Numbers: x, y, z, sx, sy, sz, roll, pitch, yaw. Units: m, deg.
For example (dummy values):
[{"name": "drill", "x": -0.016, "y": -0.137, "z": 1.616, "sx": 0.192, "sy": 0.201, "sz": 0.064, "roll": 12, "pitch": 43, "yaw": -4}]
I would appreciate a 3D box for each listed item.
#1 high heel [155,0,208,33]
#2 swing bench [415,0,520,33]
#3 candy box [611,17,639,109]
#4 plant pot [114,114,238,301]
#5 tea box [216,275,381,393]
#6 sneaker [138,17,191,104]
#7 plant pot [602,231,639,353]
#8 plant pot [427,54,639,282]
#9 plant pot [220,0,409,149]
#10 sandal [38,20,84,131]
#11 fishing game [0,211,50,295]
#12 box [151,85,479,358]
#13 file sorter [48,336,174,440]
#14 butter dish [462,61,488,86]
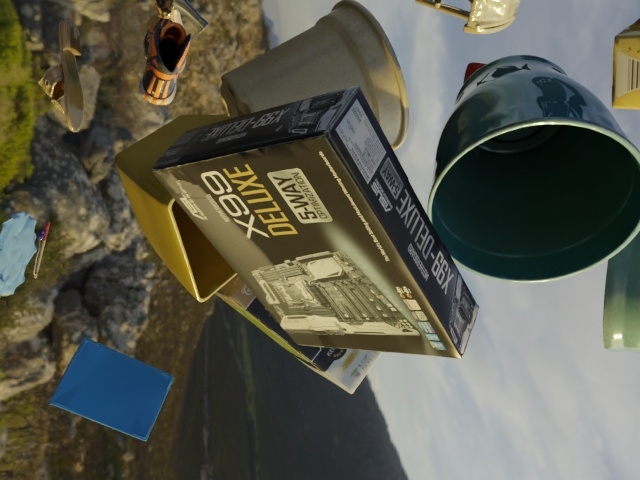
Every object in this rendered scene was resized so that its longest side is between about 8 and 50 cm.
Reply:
[{"name": "high heel", "x": -0.484, "y": -0.648, "z": 1.798, "sx": 0.186, "sy": 0.261, "sz": 0.093, "roll": 42, "pitch": 38, "yaw": -31}, {"name": "swing bench", "x": 0.413, "y": -0.711, "z": 1.594, "sx": 0.255, "sy": 0.165, "sz": 0.253, "roll": 42, "pitch": -21, "yaw": 21}, {"name": "candy box", "x": 0.290, "y": -0.115, "z": 0.360, "sx": 0.187, "sy": 0.109, "sz": 0.053, "roll": 12, "pitch": -55, "yaw": 41}, {"name": "plant pot", "x": -0.191, "y": -0.075, "z": 0.932, "sx": 0.187, "sy": 0.212, "sz": 0.212, "roll": 29, "pitch": -35, "yaw": 29}, {"name": "tea box", "x": 0.009, "y": 0.078, "z": 1.257, "sx": 0.323, "sy": 0.329, "sz": 0.220, "roll": 42, "pitch": -13, "yaw": -15}, {"name": "sneaker", "x": -0.396, "y": -0.522, "z": 1.595, "sx": 0.180, "sy": 0.125, "sz": 0.321, "roll": -50, "pitch": -143, "yaw": 45}, {"name": "plant pot", "x": 0.602, "y": 0.059, "z": 1.005, "sx": 0.293, "sy": 0.196, "sz": 0.292, "roll": -17, "pitch": 111, "yaw": -55}, {"name": "plant pot", "x": 0.289, "y": -0.122, "z": 0.854, "sx": 0.255, "sy": 0.272, "sz": 0.271, "roll": -80, "pitch": 167, "yaw": -46}, {"name": "plant pot", "x": -0.031, "y": -0.292, "z": 1.272, "sx": 0.333, "sy": 0.306, "sz": 0.333, "roll": 59, "pitch": -14, "yaw": 24}, {"name": "sandal", "x": -0.564, "y": -0.349, "z": 1.292, "sx": 0.088, "sy": 0.079, "sz": 0.239, "roll": 69, "pitch": 19, "yaw": -89}, {"name": "fishing game", "x": -0.652, "y": 0.028, "z": 1.262, "sx": 0.264, "sy": 0.041, "sz": 0.189, "roll": -90, "pitch": -166, "yaw": -87}, {"name": "box", "x": 0.000, "y": 0.000, "z": 0.651, "sx": 0.307, "sy": 0.243, "sz": 0.076, "roll": 56, "pitch": 48, "yaw": -32}, {"name": "file sorter", "x": -0.374, "y": 0.266, "z": 1.064, "sx": 0.104, "sy": 0.170, "sz": 0.118, "roll": -29, "pitch": -144, "yaw": 55}, {"name": "butter dish", "x": 0.444, "y": -0.360, "z": 1.508, "sx": 0.118, "sy": 0.160, "sz": 0.159, "roll": -27, "pitch": 129, "yaw": -48}]
